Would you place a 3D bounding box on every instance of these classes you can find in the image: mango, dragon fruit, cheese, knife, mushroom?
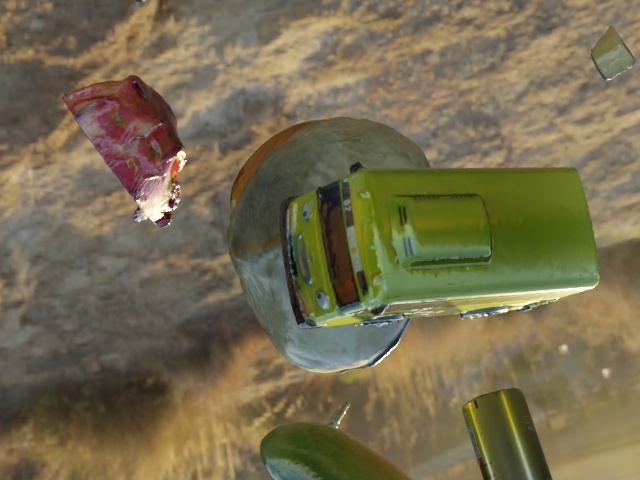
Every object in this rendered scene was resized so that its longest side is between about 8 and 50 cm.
[{"bbox_3d":[0.032,0.325,1.512,0.156,0.251,0.114,-47,168,-55],"label":"mango"},{"bbox_3d":[-0.248,-0.119,1.704,0.126,0.161,0.274,-30,147,-2],"label":"dragon fruit"},{"bbox_3d":[0.473,-0.313,1.922,0.060,0.084,0.041,-31,153,23],"label":"cheese"},{"bbox_3d":[0.011,0.338,2.073,0.043,0.020,0.293,-41,178,17],"label":"knife"},{"bbox_3d":[0.002,0.007,1.208,0.164,0.189,0.267,19,114,-39],"label":"mushroom"}]

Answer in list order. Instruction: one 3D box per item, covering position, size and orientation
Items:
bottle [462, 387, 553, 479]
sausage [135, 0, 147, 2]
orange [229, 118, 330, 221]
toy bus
[{"bbox_3d":[0.250,0.324,1.409,0.082,0.286,0.082,-13,157,-5],"label":"bottle"},{"bbox_3d":[-0.144,-0.272,1.076,0.077,0.077,0.194,7,171,-33],"label":"sausage"},{"bbox_3d":[0.013,-0.019,1.458,0.249,0.183,0.249,-6,138,-5],"label":"orange"},{"bbox_3d":[0.109,0.003,1.040,0.262,0.128,0.150,-3,168,-32],"label":"toy bus"}]
